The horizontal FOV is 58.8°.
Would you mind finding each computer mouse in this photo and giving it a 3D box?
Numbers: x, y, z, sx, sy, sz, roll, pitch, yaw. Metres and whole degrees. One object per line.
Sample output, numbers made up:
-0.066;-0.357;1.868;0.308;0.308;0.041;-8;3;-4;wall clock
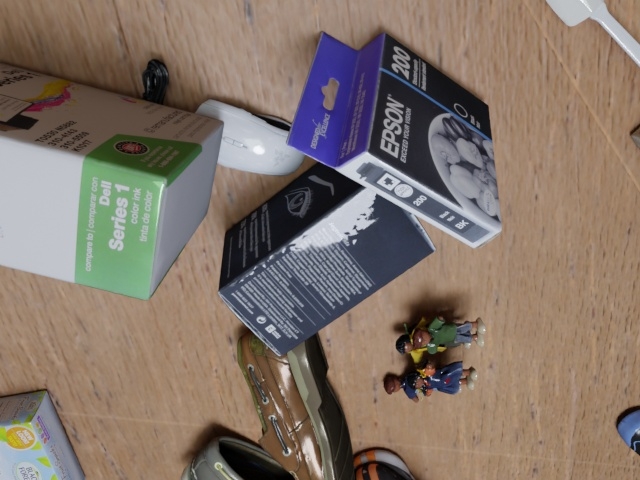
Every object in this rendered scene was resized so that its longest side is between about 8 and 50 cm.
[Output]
-0.106;-0.119;0.626;0.193;0.042;0.106;15;112;-12;computer mouse

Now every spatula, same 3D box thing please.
0.360;-0.265;0.608;0.242;0.019;0.168;39;100;-13;spatula

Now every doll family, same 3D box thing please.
0.148;0.165;0.771;0.111;0.076;0.193;-6;119;-8;doll family

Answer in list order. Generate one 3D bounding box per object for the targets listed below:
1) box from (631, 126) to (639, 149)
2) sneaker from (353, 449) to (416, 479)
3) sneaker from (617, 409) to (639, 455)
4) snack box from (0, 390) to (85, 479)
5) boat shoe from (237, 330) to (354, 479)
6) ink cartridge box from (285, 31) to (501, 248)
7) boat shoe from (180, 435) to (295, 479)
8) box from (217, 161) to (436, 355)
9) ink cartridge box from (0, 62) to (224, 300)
0.505;-0.173;0.629;0.094;0.113;0.275;39;107;-21;box
0.159;0.472;0.855;0.321;0.180;0.124;41;105;-21;sneaker
0.571;0.345;0.888;0.232;0.090;0.081;30;109;-18;sneaker
-0.456;0.307;0.774;0.207;0.070;0.174;-11;116;-3;snack box
-0.029;0.252;0.774;0.104;0.111;0.307;-11;101;13;boat shoe
0.082;-0.117;0.560;0.208;0.206;0.045;26;136;-16;ink cartridge box
-0.049;0.380;0.830;0.305;0.109;0.091;29;114;-14;boat shoe
0.000;0.000;0.632;0.207;0.153;0.108;-35;114;11;box
-0.253;-0.071;0.522;0.278;0.201;0.117;14;115;-2;ink cartridge box
